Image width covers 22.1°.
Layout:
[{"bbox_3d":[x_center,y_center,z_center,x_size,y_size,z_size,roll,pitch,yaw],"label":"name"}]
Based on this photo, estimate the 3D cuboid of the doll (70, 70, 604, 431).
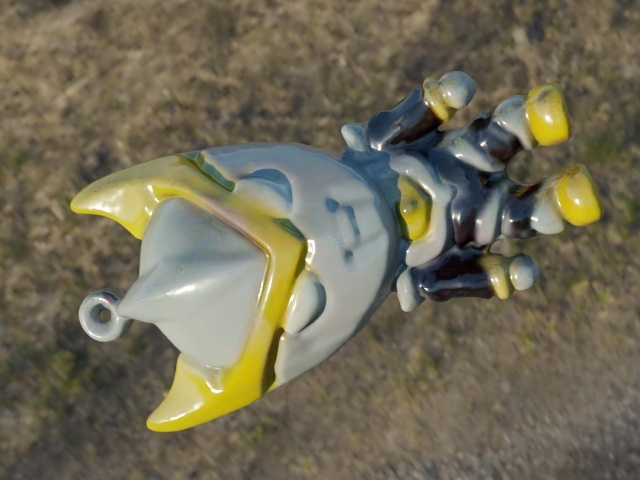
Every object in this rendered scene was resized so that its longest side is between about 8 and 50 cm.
[{"bbox_3d":[0.001,0.004,0.926,0.316,0.145,0.103,-19,24,16],"label":"doll"}]
